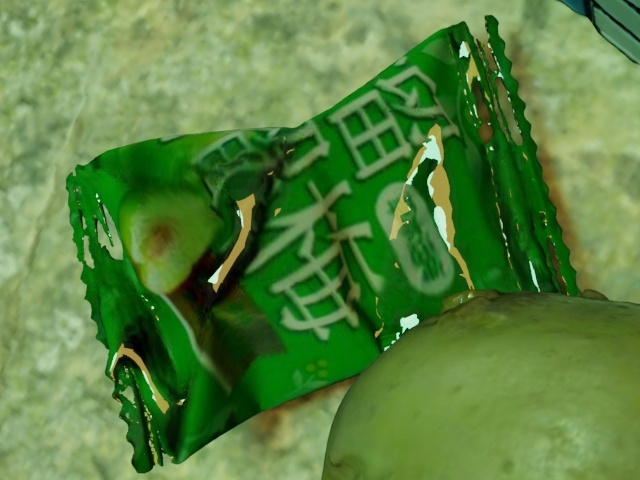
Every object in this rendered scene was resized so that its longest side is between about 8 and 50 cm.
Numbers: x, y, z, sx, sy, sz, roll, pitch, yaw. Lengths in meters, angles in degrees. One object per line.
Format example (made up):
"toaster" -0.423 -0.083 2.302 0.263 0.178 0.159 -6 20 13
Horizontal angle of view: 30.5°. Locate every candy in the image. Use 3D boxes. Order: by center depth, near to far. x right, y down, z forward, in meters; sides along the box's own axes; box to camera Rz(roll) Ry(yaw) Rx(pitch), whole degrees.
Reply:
"candy" 0.000 -0.001 0.497 0.203 0.078 0.141 -17 90 0

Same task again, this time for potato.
"potato" 0.090 0.182 0.373 0.243 0.221 0.326 18 83 18

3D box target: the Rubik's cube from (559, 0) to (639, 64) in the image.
"Rubik's cube" 0.146 -0.158 0.438 0.154 0.155 0.151 43 94 16
